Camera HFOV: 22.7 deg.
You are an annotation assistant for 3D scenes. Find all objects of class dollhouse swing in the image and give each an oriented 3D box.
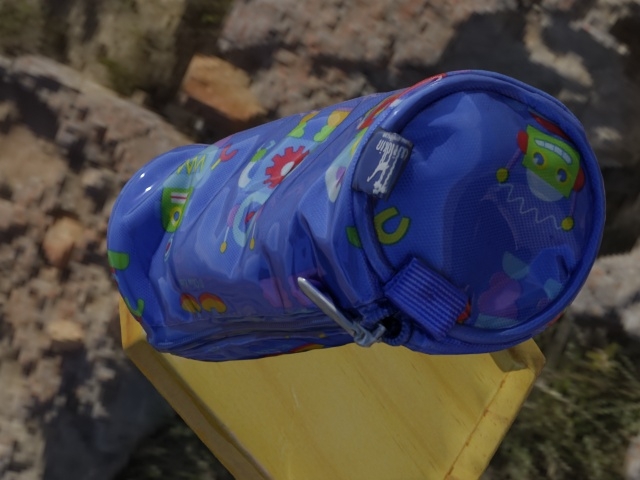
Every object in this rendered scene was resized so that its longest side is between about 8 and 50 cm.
[{"bbox_3d":[-0.037,0.143,1.264,0.305,0.347,0.315,39,133,1],"label":"dollhouse swing"}]

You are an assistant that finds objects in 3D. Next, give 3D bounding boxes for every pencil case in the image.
[{"bbox_3d":[0.000,0.000,0.761,0.133,0.119,0.306,-51,19,-22],"label":"pencil case"}]
